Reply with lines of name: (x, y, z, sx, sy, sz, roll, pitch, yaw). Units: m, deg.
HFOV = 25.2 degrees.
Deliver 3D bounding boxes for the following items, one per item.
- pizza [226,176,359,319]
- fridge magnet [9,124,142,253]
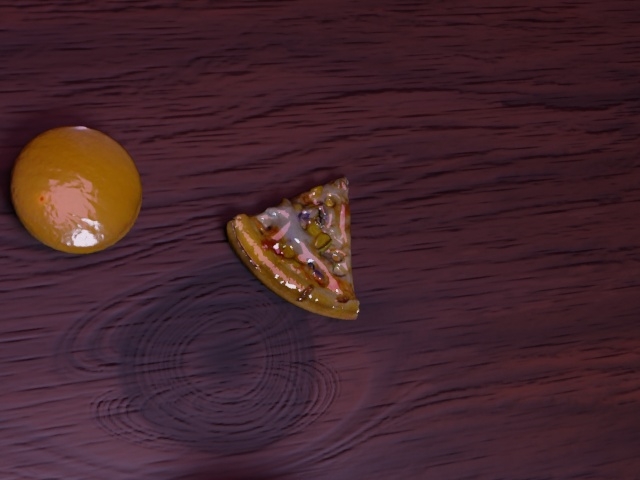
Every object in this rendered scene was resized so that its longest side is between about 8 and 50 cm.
pizza: (0.000, 0.000, 1.637, 0.184, 0.036, 0.176, 46, 64, -7)
fridge magnet: (-0.260, -0.054, 1.523, 0.143, 0.063, 0.143, 6, 73, -21)
